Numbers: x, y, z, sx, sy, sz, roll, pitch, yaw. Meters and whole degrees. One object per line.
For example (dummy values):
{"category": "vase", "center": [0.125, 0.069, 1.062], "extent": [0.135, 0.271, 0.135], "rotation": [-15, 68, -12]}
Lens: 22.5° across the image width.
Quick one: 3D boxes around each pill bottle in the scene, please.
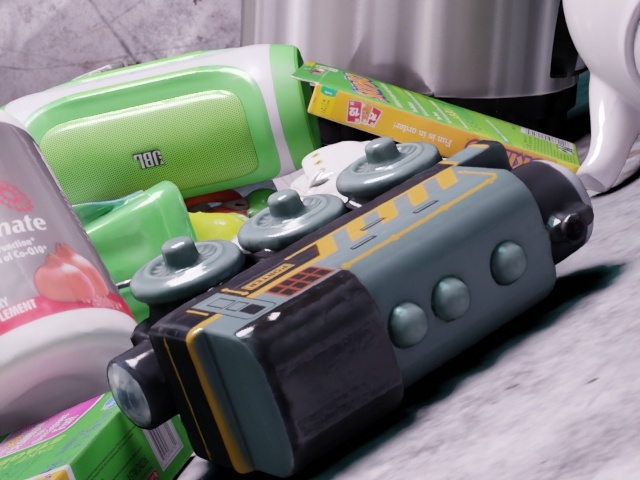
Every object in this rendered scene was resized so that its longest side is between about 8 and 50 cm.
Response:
{"category": "pill bottle", "center": [-0.274, 0.006, 1.244], "extent": [0.176, 0.318, 0.176], "rotation": [-26, -28, -15]}

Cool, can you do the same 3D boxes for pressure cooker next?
{"category": "pressure cooker", "center": [0.096, -0.248, 1.688], "extent": [0.370, 0.420, 0.375], "rotation": [-7, 17, -35]}

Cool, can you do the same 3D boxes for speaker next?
{"category": "speaker", "center": [-0.154, -0.097, 1.495], "extent": [0.296, 0.131, 0.131], "rotation": [-12, 10, 6]}

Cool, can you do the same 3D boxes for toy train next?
{"category": "toy train", "center": [0.027, 0.035, 1.048], "extent": [0.334, 0.142, 0.190], "rotation": [-28, 21, -30]}

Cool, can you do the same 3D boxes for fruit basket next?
{"category": "fruit basket", "center": [-0.125, 0.016, 1.480], "extent": [0.353, 0.165, 0.327], "rotation": [-26, 4, -39]}

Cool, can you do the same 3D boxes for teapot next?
{"category": "teapot", "center": [0.316, -0.188, 1.278], "extent": [0.252, 0.256, 0.187], "rotation": [-6, 35, 8]}

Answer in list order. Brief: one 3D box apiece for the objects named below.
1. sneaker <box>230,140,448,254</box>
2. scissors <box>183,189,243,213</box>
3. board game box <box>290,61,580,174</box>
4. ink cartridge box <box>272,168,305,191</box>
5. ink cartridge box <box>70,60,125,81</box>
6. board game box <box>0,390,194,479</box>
{"category": "sneaker", "center": [0.000, 0.000, 1.284], "extent": [0.292, 0.108, 0.169], "rotation": [-19, 21, -29]}
{"category": "scissors", "center": [-0.097, -0.005, 1.669], "extent": [0.109, 0.021, 0.297], "rotation": [-18, -18, 14]}
{"category": "board game box", "center": [0.100, -0.102, 1.421], "extent": [0.124, 0.259, 0.039], "rotation": [-61, -9, -76]}
{"category": "ink cartridge box", "center": [-0.017, -0.103, 2.019], "extent": [0.072, 0.127, 0.175], "rotation": [-22, 10, 9]}
{"category": "ink cartridge box", "center": [-0.224, -0.075, 1.938], "extent": [0.060, 0.275, 0.239], "rotation": [-21, 8, 4]}
{"category": "board game box", "center": [-0.262, 0.206, 1.036], "extent": [0.316, 0.064, 0.242], "rotation": [-23, 9, 17]}
